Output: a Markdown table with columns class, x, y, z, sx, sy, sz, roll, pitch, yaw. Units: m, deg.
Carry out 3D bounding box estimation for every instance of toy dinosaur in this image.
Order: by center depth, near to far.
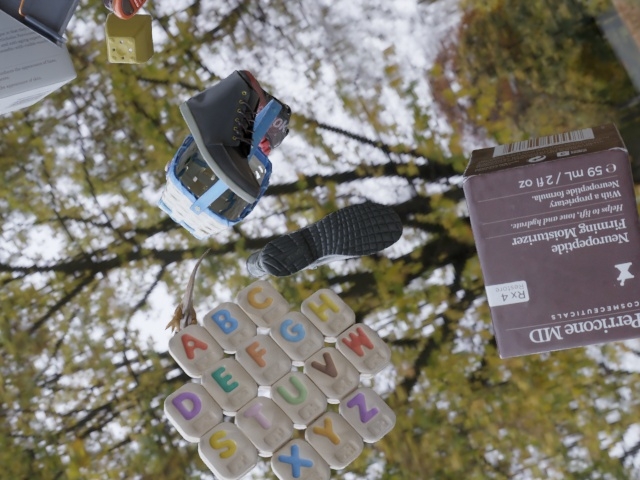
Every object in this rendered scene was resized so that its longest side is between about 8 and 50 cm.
| class | x | y | z | sx | sy | sz | roll | pitch | yaw |
| --- | --- | --- | --- | --- | --- | --- | --- | --- | --- |
| toy dinosaur | -0.241 | 0.127 | 1.732 | 0.112 | 0.064 | 0.212 | -104 | 24 | -67 |

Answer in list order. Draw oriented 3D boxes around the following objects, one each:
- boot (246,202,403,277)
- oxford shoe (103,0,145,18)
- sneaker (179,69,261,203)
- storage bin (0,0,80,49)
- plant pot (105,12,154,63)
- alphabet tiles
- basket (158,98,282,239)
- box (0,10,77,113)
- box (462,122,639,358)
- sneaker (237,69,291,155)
| class | x | y | z | sx | sy | sz | roll | pitch | yaw |
| --- | --- | --- | --- | --- | --- | --- | --- | --- | --- |
| boot | 0.000 | 0.000 | 1.602 | 0.161 | 0.246 | 0.084 | 171 | 83 | -78 |
| oxford shoe | -0.258 | -0.415 | 1.280 | 0.097 | 0.098 | 0.271 | 76 | -159 | -71 |
| sneaker | -0.129 | -0.169 | 1.524 | 0.222 | 0.118 | 0.083 | 58 | -170 | 26 |
| storage bin | -0.353 | -0.309 | 1.181 | 0.135 | 0.091 | 0.098 | 31 | -178 | -9 |
| plant pot | -0.353 | -0.361 | 1.776 | 0.083 | 0.081 | 0.082 | -85 | -3 | -58 |
| alphabet tiles | -0.051 | 0.180 | 1.255 | 0.278 | 0.284 | 0.021 | 45 | 153 | 23 |
| basket | -0.202 | -0.147 | 2.034 | 0.201 | 0.289 | 0.255 | 42 | -136 | -15 |
| box | -0.457 | -0.235 | 1.316 | 0.182 | 0.181 | 0.119 | -24 | -82 | -34 |
| box | 0.260 | -0.005 | 1.061 | 0.167 | 0.168 | 0.203 | -52 | -50 | -71 |
| sneaker | -0.143 | -0.323 | 2.368 | 0.097 | 0.135 | 0.276 | 47 | 164 | 35 |
